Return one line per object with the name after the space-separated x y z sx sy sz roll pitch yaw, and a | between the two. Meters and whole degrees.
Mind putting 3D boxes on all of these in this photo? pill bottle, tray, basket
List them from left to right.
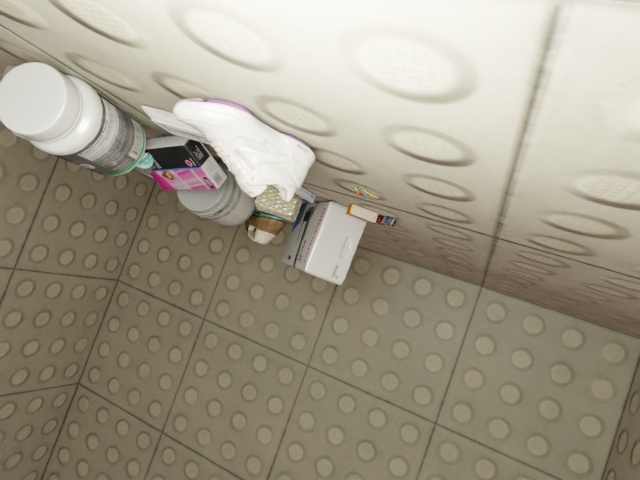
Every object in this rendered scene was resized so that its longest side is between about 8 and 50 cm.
-0.634 -0.305 1.172 0.205 0.204 0.361 19 177 6 | pill bottle
-0.330 -0.288 1.178 0.271 0.030 0.145 19 178 18 | tray
-0.164 -0.155 1.730 0.168 0.113 0.103 19 175 4 | basket

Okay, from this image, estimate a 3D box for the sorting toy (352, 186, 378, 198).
0.116 -0.134 1.252 0.083 0.012 0.062 21 177 -36 | sorting toy

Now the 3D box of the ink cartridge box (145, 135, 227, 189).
-0.480 -0.245 1.425 0.371 0.069 0.175 6 143 38 | ink cartridge box

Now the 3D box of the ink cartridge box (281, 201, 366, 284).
0.000 0.000 1.816 0.167 0.285 0.395 21 176 -18 | ink cartridge box

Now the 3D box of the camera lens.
-0.386 -0.178 1.700 0.220 0.219 0.274 19 177 18 | camera lens

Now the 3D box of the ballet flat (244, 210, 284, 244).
-0.244 -0.051 1.841 0.116 0.123 0.342 20 179 -29 | ballet flat

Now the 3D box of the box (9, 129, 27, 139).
-0.746 -0.350 1.240 0.038 0.186 0.145 40 -179 8 | box

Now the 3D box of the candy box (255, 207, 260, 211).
-0.200 -0.160 1.890 0.187 0.109 0.053 16 176 41 | candy box

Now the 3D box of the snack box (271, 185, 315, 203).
-0.094 -0.177 1.592 0.100 0.037 0.141 19 177 30 | snack box

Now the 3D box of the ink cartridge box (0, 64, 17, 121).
-0.820 -0.385 1.316 0.093 0.160 0.219 21 178 28 | ink cartridge box

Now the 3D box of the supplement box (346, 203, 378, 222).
0.145 -0.093 1.564 0.099 0.036 0.062 20 178 -8 | supplement box

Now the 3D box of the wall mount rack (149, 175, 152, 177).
-0.774 -0.361 1.793 0.350 0.130 0.304 27 171 -31 | wall mount rack

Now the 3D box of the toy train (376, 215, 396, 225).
0.216 -0.074 1.587 0.036 0.027 0.158 34 171 -29 | toy train

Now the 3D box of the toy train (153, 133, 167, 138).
-0.541 -0.309 1.569 0.143 0.105 0.248 35 168 -37 | toy train

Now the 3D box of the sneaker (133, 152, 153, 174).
-0.593 -0.252 1.390 0.167 0.064 0.076 29 153 8 | sneaker

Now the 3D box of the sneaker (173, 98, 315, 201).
-0.154 -0.177 0.898 0.305 0.152 0.114 23 178 -28 | sneaker
